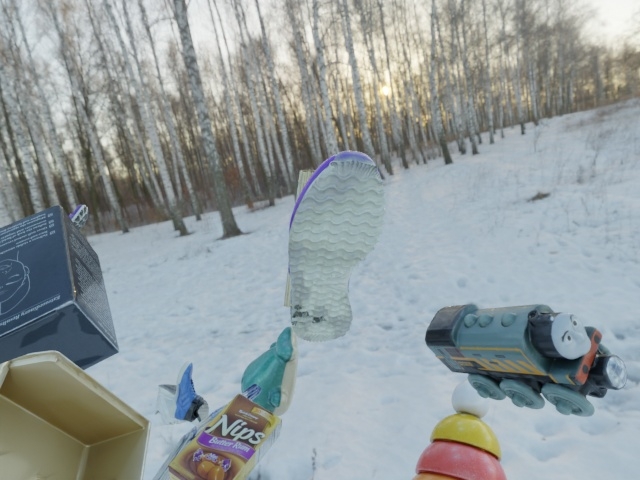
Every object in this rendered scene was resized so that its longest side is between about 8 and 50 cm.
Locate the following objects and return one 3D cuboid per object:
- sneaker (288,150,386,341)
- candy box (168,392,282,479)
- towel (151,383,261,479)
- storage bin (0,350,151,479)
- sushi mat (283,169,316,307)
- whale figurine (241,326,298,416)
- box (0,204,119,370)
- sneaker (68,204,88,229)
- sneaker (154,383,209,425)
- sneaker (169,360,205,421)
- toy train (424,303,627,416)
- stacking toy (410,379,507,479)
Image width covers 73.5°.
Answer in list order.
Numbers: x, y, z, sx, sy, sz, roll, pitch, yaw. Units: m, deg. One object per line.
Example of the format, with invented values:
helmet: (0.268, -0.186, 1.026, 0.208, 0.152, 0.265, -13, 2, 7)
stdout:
sneaker: (0.002, -0.007, 0.558, 0.102, 0.293, 0.146, 3, 43, -10)
candy box: (-0.167, 0.378, 0.780, 0.109, 0.053, 0.187, 21, 31, 23)
towel: (-0.256, 0.449, 0.973, 0.034, 0.209, 0.285, 40, 15, 14)
storage bin: (-0.366, 0.328, 0.569, 0.123, 0.260, 0.262, -18, 41, 4)
sushi mat: (0.000, 0.000, 0.968, 0.151, 0.316, 0.019, -1, 18, -31)
whale figurine: (-0.139, 0.362, 1.189, 0.141, 0.272, 0.216, 10, 33, -14)
box: (-0.702, 0.146, 1.031, 0.293, 0.212, 0.395, -26, 46, -14)
sneaker: (-0.802, -0.050, 1.339, 0.170, 0.071, 0.068, -55, -1, -19)
sneaker: (-0.527, 0.643, 1.620, 0.297, 0.129, 0.111, 6, -13, 44)
sneaker: (-0.342, 0.405, 1.143, 0.085, 0.152, 0.058, 12, -8, 8)
toy train: (0.342, 0.198, 0.767, 0.142, 0.190, 0.334, -51, 11, -23)
stacking toy: (0.437, 0.653, 1.288, 0.351, 0.350, 0.480, -3, 52, 36)
